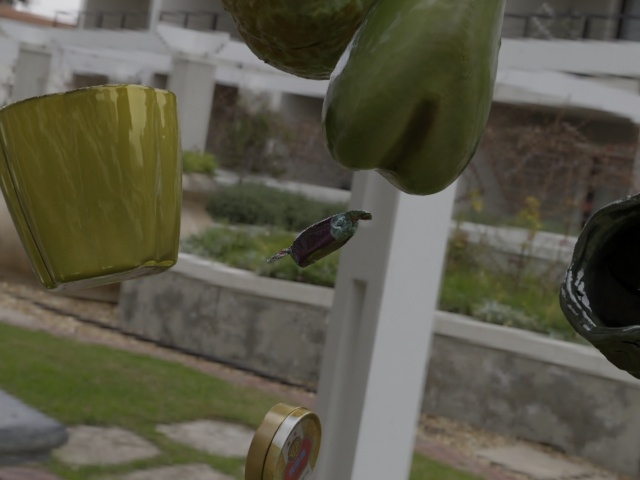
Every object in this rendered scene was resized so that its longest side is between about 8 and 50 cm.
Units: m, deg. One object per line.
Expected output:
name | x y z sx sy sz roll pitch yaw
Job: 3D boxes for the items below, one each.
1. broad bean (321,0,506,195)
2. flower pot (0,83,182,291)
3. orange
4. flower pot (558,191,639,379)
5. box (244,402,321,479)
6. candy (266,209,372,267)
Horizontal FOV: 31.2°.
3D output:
broad bean | 0.081 -0.169 0.864 0.121 0.263 0.189 13 -1 -10
flower pot | -0.225 -0.047 1.153 0.195 0.179 0.195 -11 -4 -1
orange | 0.005 -0.336 1.511 0.270 0.210 0.369 -21 -34 6
flower pot | 0.544 0.083 1.799 0.213 0.302 0.301 27 -6 -35
box | -0.038 0.222 1.190 0.037 0.106 0.105 14 6 25
candy | 0.000 0.000 1.426 0.045 0.043 0.175 -2 -20 -43
